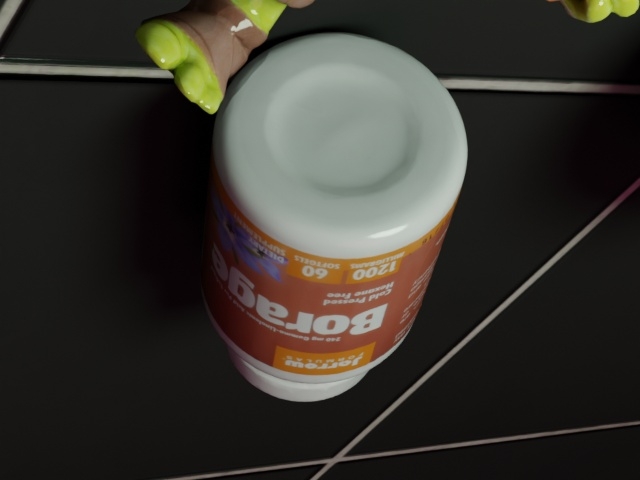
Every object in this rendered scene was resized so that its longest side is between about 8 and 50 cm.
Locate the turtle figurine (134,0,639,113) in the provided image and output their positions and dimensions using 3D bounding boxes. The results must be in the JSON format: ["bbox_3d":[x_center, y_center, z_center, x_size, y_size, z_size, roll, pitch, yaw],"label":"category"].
[{"bbox_3d":[0.009,-0.157,0.580,0.217,0.087,0.269,-34,125,8],"label":"turtle figurine"}]

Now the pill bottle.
[{"bbox_3d":[0.000,0.000,0.908,0.121,0.121,0.216,-15,154,-14],"label":"pill bottle"}]
